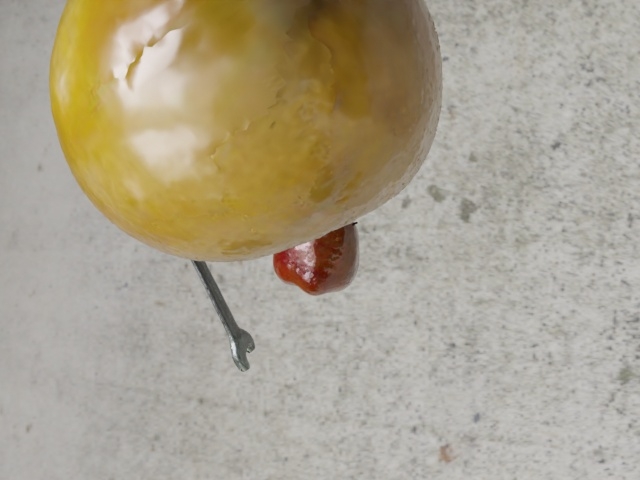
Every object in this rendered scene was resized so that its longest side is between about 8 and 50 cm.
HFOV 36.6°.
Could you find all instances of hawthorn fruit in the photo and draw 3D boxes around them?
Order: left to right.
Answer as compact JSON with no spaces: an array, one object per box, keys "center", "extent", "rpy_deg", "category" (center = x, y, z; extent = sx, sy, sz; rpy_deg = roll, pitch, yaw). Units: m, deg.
[{"center":[0.000,0.000,0.875],"extent":[0.081,0.081,0.093],"rpy_deg":[33,116,41],"category":"hawthorn fruit"}]

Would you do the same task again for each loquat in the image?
[{"center":[-0.050,-0.105,0.659],"extent":[0.263,0.263,0.263],"rpy_deg":[-7,80,43],"category":"loquat"}]

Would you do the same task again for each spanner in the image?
[{"center":[-0.139,0.047,1.181],"extent":[0.015,0.054,0.254],"rpy_deg":[-16,109,24],"category":"spanner"}]
